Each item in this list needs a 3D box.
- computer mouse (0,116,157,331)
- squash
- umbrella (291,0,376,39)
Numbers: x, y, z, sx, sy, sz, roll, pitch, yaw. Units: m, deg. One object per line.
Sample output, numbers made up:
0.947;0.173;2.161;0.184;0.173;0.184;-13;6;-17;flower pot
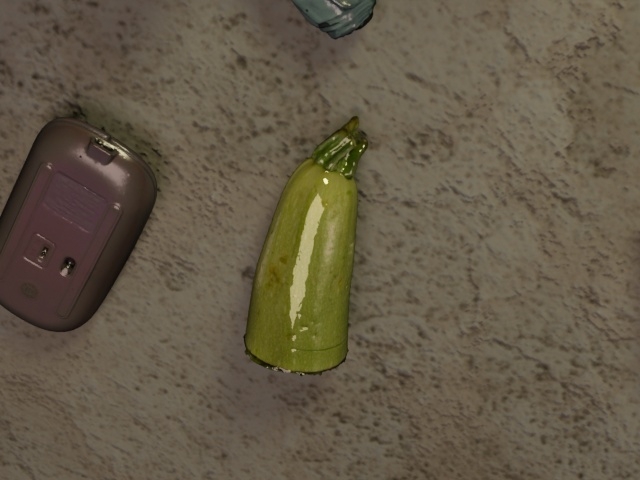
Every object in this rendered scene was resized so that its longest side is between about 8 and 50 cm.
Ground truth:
-0.224;-0.012;1.116;0.120;0.057;0.232;30;126;-3;computer mouse
0.000;0.000;1.054;0.094;0.094;0.224;16;115;6;squash
-0.054;-0.249;0.925;0.250;0.052;0.053;45;130;-14;umbrella
